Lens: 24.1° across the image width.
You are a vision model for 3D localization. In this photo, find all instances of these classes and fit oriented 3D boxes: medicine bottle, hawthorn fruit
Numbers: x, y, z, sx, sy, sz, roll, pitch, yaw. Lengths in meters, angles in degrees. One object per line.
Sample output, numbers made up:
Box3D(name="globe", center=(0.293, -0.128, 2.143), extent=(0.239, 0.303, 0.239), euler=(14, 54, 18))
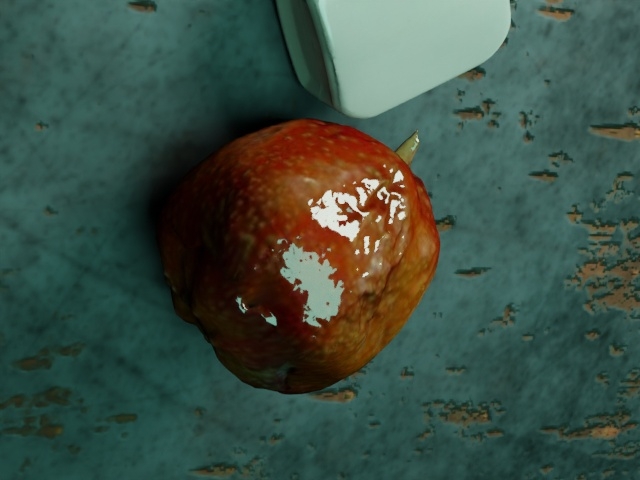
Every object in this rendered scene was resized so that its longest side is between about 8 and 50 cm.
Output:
Box3D(name="medicine bottle", center=(0.066, -0.161, 0.963), extent=(0.183, 0.069, 0.119), euler=(-27, 123, -17))
Box3D(name="hawthorn fruit", center=(-0.010, 0.011, 0.946), extent=(0.179, 0.173, 0.173), euler=(-8, 116, -27))
